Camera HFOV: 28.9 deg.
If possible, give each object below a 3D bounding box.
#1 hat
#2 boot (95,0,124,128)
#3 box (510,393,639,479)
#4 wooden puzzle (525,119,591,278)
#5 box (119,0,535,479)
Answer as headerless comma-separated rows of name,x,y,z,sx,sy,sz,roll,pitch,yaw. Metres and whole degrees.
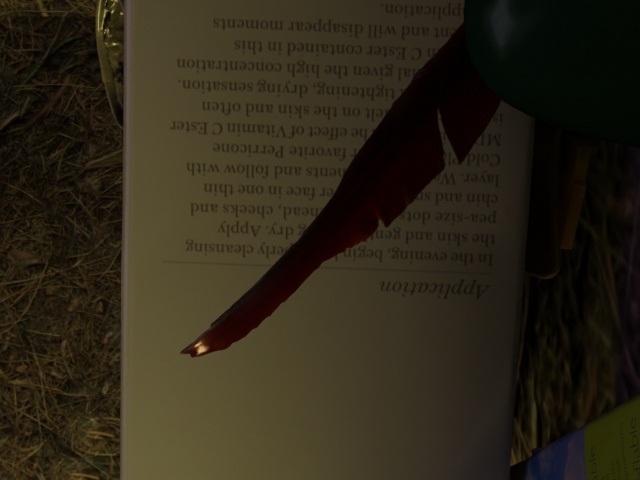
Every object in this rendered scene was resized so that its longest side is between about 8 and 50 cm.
hat,0.050,-0.081,0.378,0.173,0.183,0.209,132,135,-75
boot,-0.046,-0.177,0.812,0.076,0.208,0.190,30,126,60
box,0.116,0.116,0.441,0.178,0.042,0.109,113,154,-69
wooden puzzle,0.102,-0.021,0.584,0.116,0.014,0.079,-129,43,-74
box,0.000,0.000,0.599,0.215,0.168,0.346,-93,6,-79
